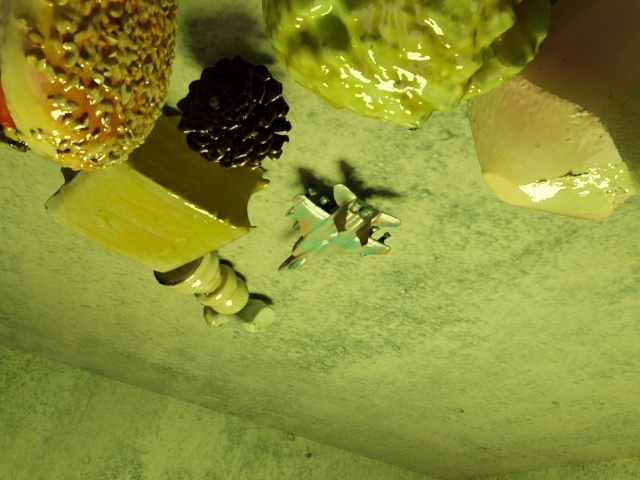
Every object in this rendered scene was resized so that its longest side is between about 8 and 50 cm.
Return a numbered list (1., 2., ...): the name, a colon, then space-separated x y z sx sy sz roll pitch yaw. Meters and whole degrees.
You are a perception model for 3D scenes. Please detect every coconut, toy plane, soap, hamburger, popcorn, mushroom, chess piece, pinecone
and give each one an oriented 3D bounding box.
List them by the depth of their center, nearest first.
1. popcorn: 0.067 -0.250 0.543 0.282 0.282 0.247 -8 154 31
2. coconut: 0.289 -0.138 0.628 0.245 0.233 0.233 -43 131 1
3. hamburger: -0.304 -0.247 0.629 0.250 0.330 0.330 9 148 5
4. pinecone: -0.116 -0.177 0.830 0.162 0.163 0.165 0 164 21
5. soap: -0.313 -0.087 1.043 0.293 0.156 0.335 31 145 -34
6. toy plane: 0.002 -0.006 1.097 0.223 0.104 0.326 29 149 -22
7. chess piece: -0.270 0.097 1.344 0.142 0.143 0.261 -3 151 24
8. mushroom: -0.230 0.200 1.520 0.223 0.092 0.081 0 163 33
